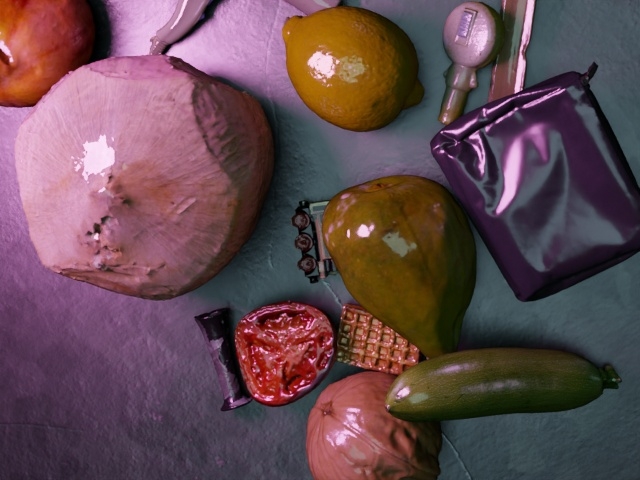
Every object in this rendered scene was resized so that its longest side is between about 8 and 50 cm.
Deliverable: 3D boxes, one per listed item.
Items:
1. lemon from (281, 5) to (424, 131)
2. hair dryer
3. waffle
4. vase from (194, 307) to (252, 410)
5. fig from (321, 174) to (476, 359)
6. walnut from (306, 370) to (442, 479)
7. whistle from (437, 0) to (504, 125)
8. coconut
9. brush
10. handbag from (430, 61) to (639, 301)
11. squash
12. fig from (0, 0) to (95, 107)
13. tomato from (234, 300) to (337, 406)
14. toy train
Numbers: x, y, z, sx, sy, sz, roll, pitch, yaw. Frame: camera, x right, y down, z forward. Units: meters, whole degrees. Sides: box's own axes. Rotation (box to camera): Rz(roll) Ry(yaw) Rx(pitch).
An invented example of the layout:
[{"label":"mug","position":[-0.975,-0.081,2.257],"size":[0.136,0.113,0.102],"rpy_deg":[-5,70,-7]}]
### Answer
[{"label":"lemon","position":[0.044,-0.270,1.564],"size":[0.248,0.184,0.184],"rpy_deg":[28,99,2]},{"label":"hair dryer","position":[-0.115,-0.398,1.637],"size":[0.295,0.119,0.298],"rpy_deg":[19,114,4]},{"label":"waffle","position":[0.099,0.166,1.664],"size":[0.148,0.042,0.103],"rpy_deg":[13,97,8]},{"label":"vase","position":[-0.163,0.201,1.705],"size":[0.059,0.059,0.167],"rpy_deg":[-15,93,11]},{"label":"fig","position":[0.145,0.036,1.585],"size":[0.233,0.233,0.314],"rpy_deg":[-30,122,11]},{"label":"walnut","position":[0.088,0.321,1.601],"size":[0.228,0.228,0.228],"rpy_deg":[1,95,10]},{"label":"whistle","position":[0.223,-0.276,1.585],"size":[0.104,0.057,0.198],"rpy_deg":[30,111,39]},{"label":"coconut","position":[-0.274,-0.095,1.543],"size":[0.404,0.404,0.405],"rpy_deg":[1,95,10]},{"label":"brush","position":[0.303,-0.308,1.587],"size":[0.054,0.048,0.282],"rpy_deg":[8,104,11]},{"label":"handbag","position":[0.352,-0.095,1.525],"size":[0.275,0.178,0.302],"rpy_deg":[-28,95,23]},{"label":"squash","position":[0.282,0.218,1.549],"size":[0.395,0.107,0.107],"rpy_deg":[0,96,-19]},{"label":"fig","position":[-0.488,-0.326,1.634],"size":[0.223,0.224,0.263],"rpy_deg":[5,60,9]},{"label":"tomato","position":[-0.047,0.181,1.671],"size":[0.174,0.082,0.166],"rpy_deg":[-16,88,15]},{"label":"toy train","position":[0.000,0.000,1.663],"size":[0.087,0.050,0.138],"rpy_deg":[-7,94,7]}]
